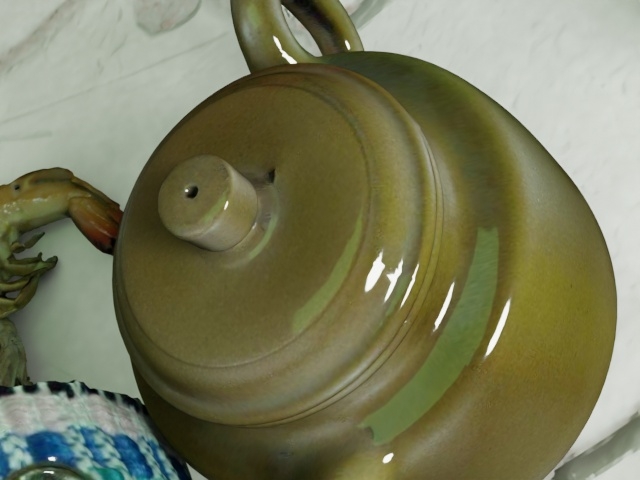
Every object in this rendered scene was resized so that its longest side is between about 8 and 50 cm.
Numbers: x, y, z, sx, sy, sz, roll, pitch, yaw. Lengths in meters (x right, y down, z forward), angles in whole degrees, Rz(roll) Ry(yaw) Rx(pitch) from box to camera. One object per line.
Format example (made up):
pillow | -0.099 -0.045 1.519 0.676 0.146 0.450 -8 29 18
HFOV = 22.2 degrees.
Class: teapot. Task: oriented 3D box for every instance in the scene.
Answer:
teapot | 0.000 0.000 0.633 0.185 0.175 0.268 -20 61 23

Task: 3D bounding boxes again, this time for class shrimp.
shrimp | -0.135 0.040 0.796 0.124 0.034 0.178 -31 52 12

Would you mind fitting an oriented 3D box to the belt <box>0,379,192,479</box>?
belt | -0.152 0.177 0.640 0.257 0.207 0.150 -36 53 9
